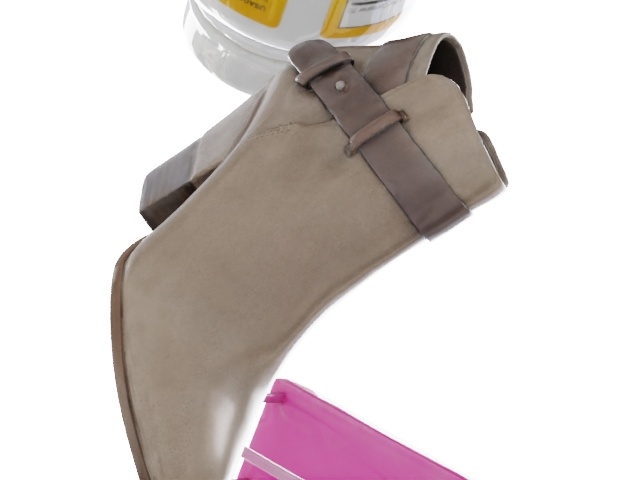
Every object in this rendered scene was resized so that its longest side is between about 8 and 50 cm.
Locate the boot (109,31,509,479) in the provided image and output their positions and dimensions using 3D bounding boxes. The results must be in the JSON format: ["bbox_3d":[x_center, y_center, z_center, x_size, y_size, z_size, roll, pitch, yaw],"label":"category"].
[{"bbox_3d":[0.000,0.000,0.358,0.087,0.042,0.118,-22,-134,17],"label":"boot"}]

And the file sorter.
[{"bbox_3d":[-0.046,0.259,1.035,0.202,0.182,0.290,26,-82,33],"label":"file sorter"}]

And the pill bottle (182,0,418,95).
[{"bbox_3d":[0.003,-0.161,0.676,0.117,0.215,0.117,10,-132,-12],"label":"pill bottle"}]
